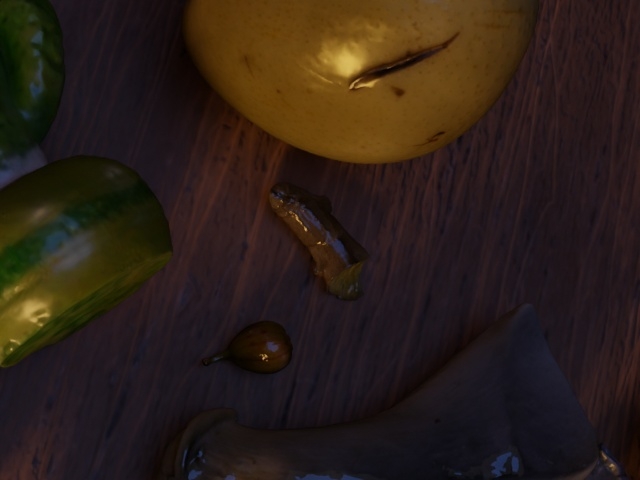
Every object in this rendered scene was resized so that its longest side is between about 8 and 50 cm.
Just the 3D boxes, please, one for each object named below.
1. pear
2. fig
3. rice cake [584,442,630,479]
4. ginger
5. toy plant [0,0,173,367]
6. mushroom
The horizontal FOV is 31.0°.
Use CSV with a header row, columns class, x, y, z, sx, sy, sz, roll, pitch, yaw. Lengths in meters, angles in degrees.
class,x,y,z,sx,sy,sz,roll,pitch,yaw
pear,0.035,-0.218,1.010,0.309,0.309,0.309,5,79,-23
fig,-0.066,0.100,1.039,0.083,0.050,0.050,-12,85,-12
rice cake,0.218,0.314,1.124,0.055,0.049,0.270,35,66,9
ginger,0.004,-0.002,1.091,0.057,0.044,0.137,-37,95,-7
toy plant,-0.268,-0.073,0.920,0.224,0.184,0.315,-37,86,-7
mushroom,0.051,0.195,1.031,0.397,0.126,0.177,-15,76,-25
